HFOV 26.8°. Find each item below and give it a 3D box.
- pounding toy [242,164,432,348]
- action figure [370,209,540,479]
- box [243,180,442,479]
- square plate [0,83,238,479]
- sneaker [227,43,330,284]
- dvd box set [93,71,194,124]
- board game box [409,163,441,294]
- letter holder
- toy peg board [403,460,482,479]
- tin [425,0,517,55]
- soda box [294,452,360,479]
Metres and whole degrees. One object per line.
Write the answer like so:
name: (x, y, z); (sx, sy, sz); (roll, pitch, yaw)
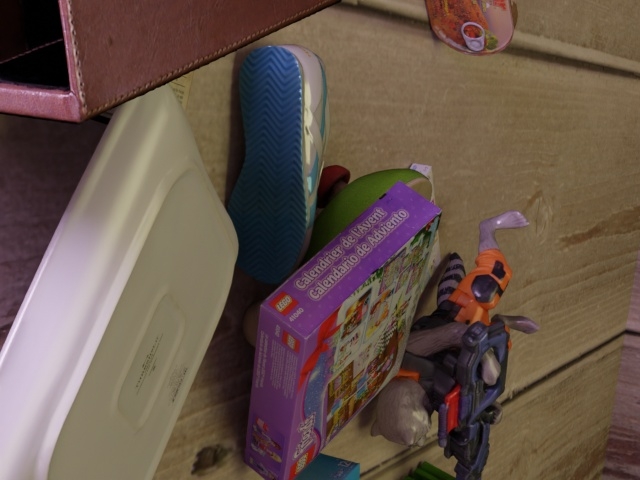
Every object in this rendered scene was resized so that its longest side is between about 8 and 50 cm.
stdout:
pounding toy: (0.000, 0.000, 1.378); (0.237, 0.110, 0.183); (-52, 163, 5)
action figure: (0.170, 0.164, 1.752); (0.330, 0.179, 0.341); (-45, 150, -40)
box: (0.016, 0.100, 1.316); (0.201, 0.057, 0.293); (-42, 157, -31)
square plate: (-0.147, 0.082, 1.017); (0.344, 0.049, 0.347); (74, 36, -69)
sneaker: (-0.031, -0.071, 1.269); (0.092, 0.087, 0.228); (-23, 122, -64)
dvd box set: (-0.155, -0.300, 0.932); (0.308, 0.062, 0.420); (9, 92, -65)
board game box: (0.115, -0.005, 1.682); (0.103, 0.026, 0.154); (-56, 147, -42)
letter holder: (-0.121, -0.219, 0.791); (0.302, 0.152, 0.214); (-38, 131, -54)
toy peg board: (0.137, 0.392, 1.860); (0.161, 0.079, 0.160); (-19, 133, -62)
tin: (0.179, -0.301, 1.602); (0.040, 0.106, 0.189); (-63, 152, -32)
soda box: (-0.030, 0.310, 1.447); (0.210, 0.067, 0.071); (-36, 132, -56)
